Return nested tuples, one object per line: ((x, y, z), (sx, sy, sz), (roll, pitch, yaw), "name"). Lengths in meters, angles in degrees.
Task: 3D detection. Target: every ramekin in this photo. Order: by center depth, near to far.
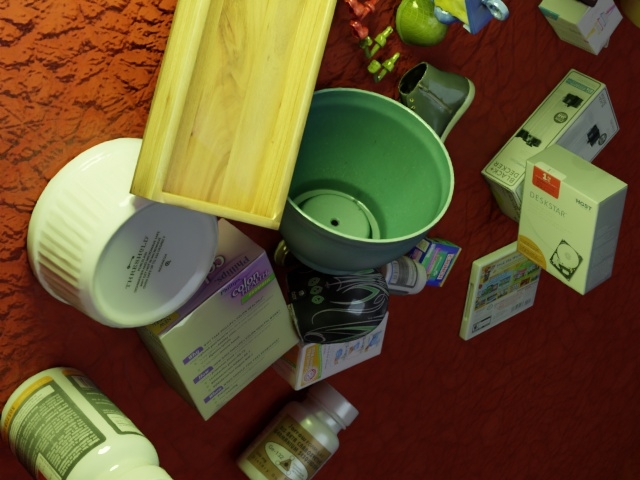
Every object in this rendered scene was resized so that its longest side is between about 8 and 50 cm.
((-0.266, 0.002, 1.602), (0.273, 0.127, 0.272), (-28, 137, -30), "ramekin")

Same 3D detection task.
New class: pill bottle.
((-0.337, 0.320, 1.653), (0.162, 0.278, 0.162), (-27, 135, -30), "pill bottle")
((0.136, 0.063, 2.124), (0.137, 0.078, 0.078), (12, 109, -51), "pill bottle")
((-0.040, 0.379, 2.142), (0.229, 0.131, 0.131), (-47, 143, -9), "pill bottle")

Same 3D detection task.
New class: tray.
((-0.105, -0.236, 1.508), (0.203, 0.076, 0.410), (13, 91, -37), "tray")

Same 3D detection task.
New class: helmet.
((0.033, 0.094, 1.891), (0.162, 0.169, 0.169), (-13, 137, 3), "helmet")

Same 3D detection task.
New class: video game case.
((0.404, 0.096, 2.483), (0.227, 0.026, 0.206), (-22, 133, -34), "video game case")

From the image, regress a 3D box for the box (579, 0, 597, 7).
((0.365, -0.543, 1.840), (0.381, 0.143, 0.191), (14, 108, -49), "box")

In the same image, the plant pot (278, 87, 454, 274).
((0.041, -0.066, 1.780), (0.293, 0.293, 0.196), (-28, 158, -30), "plant pot")

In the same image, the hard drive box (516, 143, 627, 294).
((0.480, -0.042, 2.178), (0.089, 0.181, 0.232), (-29, 136, -28), "hard drive box")

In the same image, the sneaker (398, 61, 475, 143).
((0.159, -0.205, 1.953), (0.118, 0.083, 0.222), (20, 111, -33), "sneaker")

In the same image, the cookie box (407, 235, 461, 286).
((0.217, 0.040, 2.223), (0.107, 0.040, 0.091), (9, 111, -51), "cookie box")

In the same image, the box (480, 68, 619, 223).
((0.465, -0.181, 2.275), (0.290, 0.087, 0.169), (-49, 143, -6), "box")

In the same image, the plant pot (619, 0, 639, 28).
((0.685, -0.524, 2.132), (0.254, 0.254, 0.239), (-28, 153, -30), "plant pot")

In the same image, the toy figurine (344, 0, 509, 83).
((0.181, -0.347, 1.690), (0.191, 0.217, 0.362), (-51, 152, -16), "toy figurine")

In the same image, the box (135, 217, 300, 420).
((-0.172, 0.128, 1.813), (0.213, 0.117, 0.243), (-40, 142, -18), "box")

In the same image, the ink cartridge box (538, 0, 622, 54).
((0.489, -0.421, 2.107), (0.090, 0.092, 0.143), (-55, 145, 1), "ink cartridge box")

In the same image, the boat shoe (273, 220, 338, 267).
((0.000, 0.000, 1.942), (0.178, 0.060, 0.064), (-28, 136, -30), "boat shoe")

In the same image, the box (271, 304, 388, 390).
((0.006, 0.169, 2.037), (0.203, 0.114, 0.103), (-20, 133, -36), "box")
